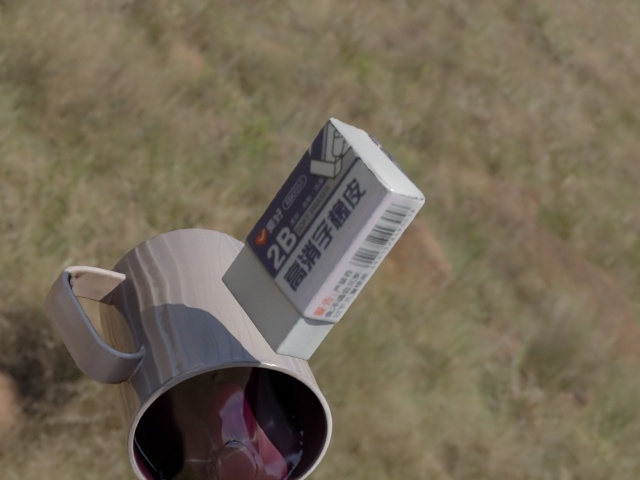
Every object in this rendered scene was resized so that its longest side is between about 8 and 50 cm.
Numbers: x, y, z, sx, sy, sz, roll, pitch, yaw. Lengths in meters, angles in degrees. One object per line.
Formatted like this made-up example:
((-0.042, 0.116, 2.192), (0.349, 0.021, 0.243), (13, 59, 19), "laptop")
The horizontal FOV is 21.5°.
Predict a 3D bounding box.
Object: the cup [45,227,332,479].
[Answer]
((-0.156, 0.141, 1.856), (0.288, 0.208, 0.273), (-3, 36, -17), "cup")

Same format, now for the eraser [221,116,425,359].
((0.000, 0.000, 1.670), (0.068, 0.210, 0.124), (13, 30, -48), "eraser")
